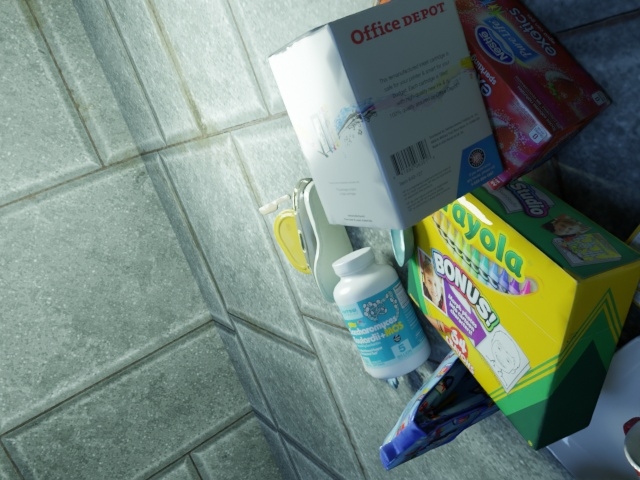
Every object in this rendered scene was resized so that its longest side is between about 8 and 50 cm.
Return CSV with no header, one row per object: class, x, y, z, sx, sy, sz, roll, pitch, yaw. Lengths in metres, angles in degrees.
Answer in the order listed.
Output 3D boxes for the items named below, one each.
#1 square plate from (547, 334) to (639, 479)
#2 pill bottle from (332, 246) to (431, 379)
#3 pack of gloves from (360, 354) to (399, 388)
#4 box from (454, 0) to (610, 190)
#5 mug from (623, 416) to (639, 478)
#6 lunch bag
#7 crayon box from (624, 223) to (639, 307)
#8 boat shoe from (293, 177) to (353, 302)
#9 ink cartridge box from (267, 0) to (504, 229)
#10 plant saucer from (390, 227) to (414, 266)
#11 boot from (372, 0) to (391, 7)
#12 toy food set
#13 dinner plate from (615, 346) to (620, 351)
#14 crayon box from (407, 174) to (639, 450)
square plate,0.496,0.320,0.771,0.344,0.049,0.347,46,150,20
pill bottle,0.121,0.151,1.185,0.264,0.146,0.146,64,154,-5
pack of gloves,0.137,0.248,1.388,0.195,0.046,0.231,17,127,70
box,0.213,-0.211,0.706,0.256,0.123,0.128,55,154,13
mug,0.459,0.299,0.678,0.113,0.150,0.169,-23,105,25
lunch bag,0.218,0.289,0.979,0.138,0.293,0.221,51,152,22
crayon box,0.446,-0.011,0.526,0.203,0.083,0.322,47,151,28
boat shoe,0.004,-0.001,1.300,0.091,0.109,0.304,21,126,54
ink cartridge box,0.076,-0.154,0.671,0.168,0.171,0.232,8,123,61
plant saucer,0.137,-0.016,0.932,0.119,0.021,0.119,172,90,-88
boot,0.124,-0.349,0.811,0.085,0.059,0.157,39,145,29
toy food set,-0.048,-0.023,1.425,0.128,0.071,0.217,-32,88,40
dinner plate,0.424,0.206,0.847,0.141,0.017,0.141,41,148,33
crayon box,0.255,0.058,0.808,0.363,0.106,0.313,-125,21,-50
